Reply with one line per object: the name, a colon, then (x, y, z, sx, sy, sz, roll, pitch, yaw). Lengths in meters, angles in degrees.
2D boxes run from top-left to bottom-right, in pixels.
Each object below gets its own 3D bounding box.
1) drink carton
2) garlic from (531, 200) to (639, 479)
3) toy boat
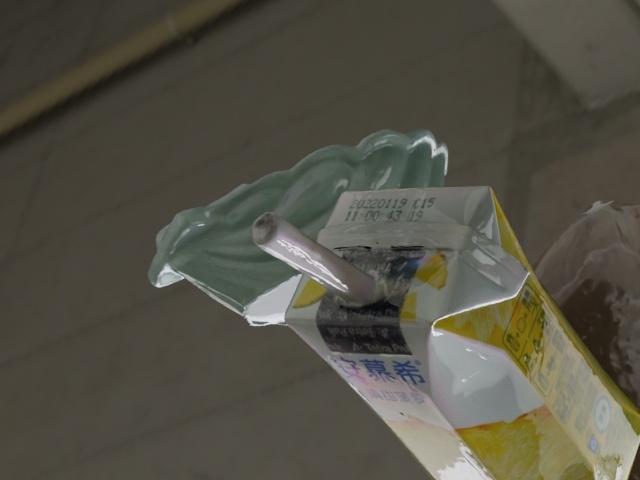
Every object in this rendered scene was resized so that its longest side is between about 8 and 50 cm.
drink carton: (0.042, 0.032, 0.588, 0.084, 0.200, 0.074, 2, -127, 39)
garlic: (0.235, 0.095, 1.057, 0.279, 0.132, 0.325, -28, -126, 23)
toy boat: (0.000, 0.000, 1.419, 0.100, 0.290, 0.199, 64, -31, 26)
